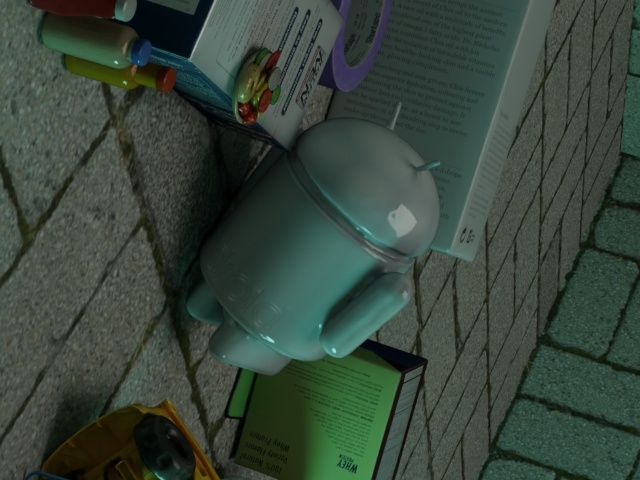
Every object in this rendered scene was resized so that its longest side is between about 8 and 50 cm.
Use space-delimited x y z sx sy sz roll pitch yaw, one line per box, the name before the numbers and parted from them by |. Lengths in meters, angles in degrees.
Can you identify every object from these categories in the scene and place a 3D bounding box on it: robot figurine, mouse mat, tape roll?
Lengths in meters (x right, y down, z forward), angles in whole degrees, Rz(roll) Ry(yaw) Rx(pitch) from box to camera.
robot figurine | 0.000 0.000 1.910 0.353 0.300 0.200 -48 143 17
mouse mat | -0.077 0.158 2.266 0.189 0.007 0.152 -71 162 -2
tape roll | 0.019 -0.284 2.025 0.189 0.080 0.189 18 90 -73

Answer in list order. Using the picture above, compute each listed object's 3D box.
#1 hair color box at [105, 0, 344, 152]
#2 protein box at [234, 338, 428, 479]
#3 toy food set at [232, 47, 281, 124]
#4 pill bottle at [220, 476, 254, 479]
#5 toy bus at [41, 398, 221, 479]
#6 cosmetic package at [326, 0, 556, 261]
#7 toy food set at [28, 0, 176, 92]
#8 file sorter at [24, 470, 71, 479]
hair color box | -0.091 -0.227 1.713 0.173 0.105 0.347 -67 161 -5
protein box | 0.016 0.237 2.278 0.136 0.200 0.201 -9 116 -70
toy food set | -0.064 -0.157 1.664 0.082 0.020 0.083 -54 156 -37
pill bottle | -0.102 0.393 2.197 0.245 0.136 0.136 53 56 -68
toy bus | -0.169 0.285 1.781 0.149 0.220 0.211 -36 174 12
cosmetic package | 0.160 -0.221 2.256 0.161 0.230 0.453 16 92 -72
toy food set | -0.182 -0.237 1.442 0.111 0.105 0.232 -39 143 -59
file sorter | -0.290 0.308 1.614 0.170 0.118 0.104 -23 125 -67
